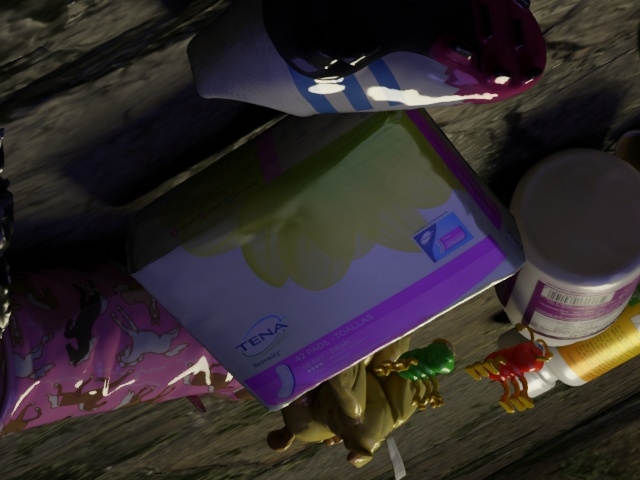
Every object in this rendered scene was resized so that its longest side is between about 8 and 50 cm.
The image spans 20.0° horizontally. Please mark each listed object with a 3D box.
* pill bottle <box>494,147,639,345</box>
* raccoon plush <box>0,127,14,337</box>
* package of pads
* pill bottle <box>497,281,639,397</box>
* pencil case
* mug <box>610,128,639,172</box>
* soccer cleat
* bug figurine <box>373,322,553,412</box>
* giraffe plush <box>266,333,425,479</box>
[{"bbox_3d":[0.290,0.022,2.115,0.169,0.169,0.301,-22,162,-8],"label":"pill bottle"},{"bbox_3d":[-0.391,0.027,1.240,0.299,0.216,0.446,-7,156,-25],"label":"raccoon plush"},{"bbox_3d":[0.000,0.000,1.632,0.296,0.101,0.229,-32,123,15],"label":"package of pads"},{"bbox_3d":[0.377,0.120,2.546,0.246,0.136,0.136,-32,161,20],"label":"pill bottle"},{"bbox_3d":[-0.199,0.099,1.733,0.160,0.167,0.386,0,-177,44],"label":"pencil case"},{"bbox_3d":[0.374,-0.105,2.073,0.064,0.078,0.062,-20,131,-42],"label":"mug"},{"bbox_3d":[0.038,-0.156,1.435,0.331,0.116,0.143,-2,167,-45],"label":"soccer cleat"},{"bbox_3d":[0.130,0.095,2.116,0.216,0.072,0.279,-18,126,42],"label":"bug figurine"},{"bbox_3d":[0.019,0.199,2.309,0.170,0.210,0.181,-2,-176,40],"label":"giraffe plush"}]
